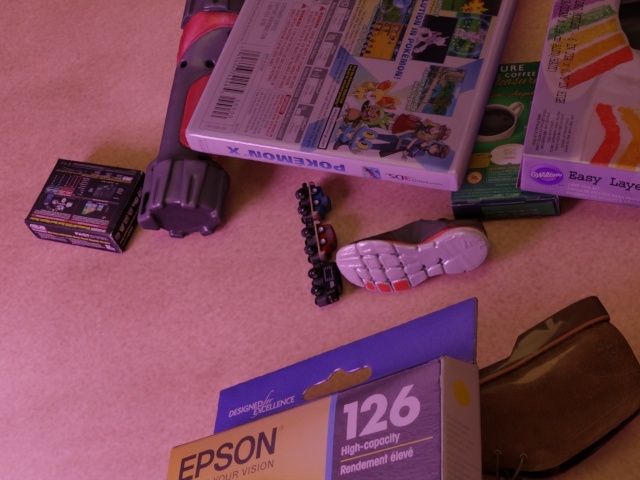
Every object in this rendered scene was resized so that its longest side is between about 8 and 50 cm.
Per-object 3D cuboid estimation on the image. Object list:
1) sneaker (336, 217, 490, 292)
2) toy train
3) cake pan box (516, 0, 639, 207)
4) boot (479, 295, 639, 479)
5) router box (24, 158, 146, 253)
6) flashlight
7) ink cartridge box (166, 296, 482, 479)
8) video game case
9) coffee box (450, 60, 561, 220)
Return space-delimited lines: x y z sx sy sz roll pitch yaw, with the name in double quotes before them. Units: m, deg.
"sneaker" 0.095 0.009 1.304 0.158 0.061 0.065 -6 28 14
"toy train" 0.000 0.000 1.349 0.036 0.027 0.158 -14 53 5
"cake pan box" 0.341 -0.151 1.288 0.246 0.070 0.267 12 59 11
"boot" 0.147 0.176 1.133 0.305 0.112 0.115 -32 72 0
"router box" -0.262 -0.040 1.462 0.122 0.038 0.092 9 59 25
"flashlight" -0.125 -0.150 1.460 0.103 0.103 0.304 18 57 -21
"ink cartridge box" -0.007 0.207 1.071 0.304 0.072 0.307 -24 48 32
"video game case" 0.046 -0.211 1.404 0.300 0.036 0.329 10 58 17
"coffee box" 0.198 -0.106 1.347 0.113 0.040 0.184 -3 56 15
